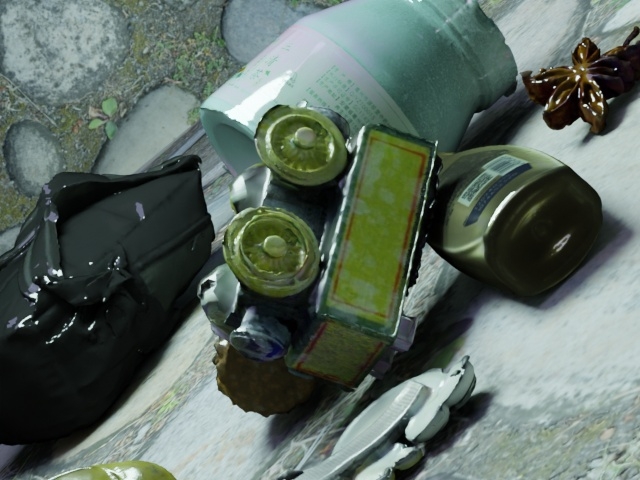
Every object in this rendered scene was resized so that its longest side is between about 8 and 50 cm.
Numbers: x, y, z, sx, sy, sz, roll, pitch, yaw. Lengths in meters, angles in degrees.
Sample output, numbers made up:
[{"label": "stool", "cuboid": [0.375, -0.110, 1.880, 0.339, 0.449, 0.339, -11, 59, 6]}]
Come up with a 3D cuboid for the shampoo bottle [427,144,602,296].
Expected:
[{"label": "shampoo bottle", "cuboid": [0.147, -0.033, 1.370, 0.125, 0.084, 0.350, -46, 14, -2]}]

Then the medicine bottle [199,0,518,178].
[{"label": "medicine bottle", "cuboid": [0.050, -0.146, 1.661, 0.290, 0.245, 0.245, -42, 14, -12]}]

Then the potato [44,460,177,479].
[{"label": "potato", "cuboid": [-0.202, 0.275, 1.191, 0.248, 0.169, 0.143, -40, -11, -18]}]

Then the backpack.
[{"label": "backpack", "cuboid": [-0.318, 0.057, 2.018, 0.363, 0.255, 0.446, -16, 25, 46]}]

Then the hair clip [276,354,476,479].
[{"label": "hair clip", "cuboid": [0.044, 0.150, 1.168, 0.172, 0.049, 0.116, -42, 18, -14]}]

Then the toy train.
[{"label": "toy train", "cuboid": [0.000, 0.000, 1.329, 0.134, 0.177, 0.261, 121, 165, -58]}]

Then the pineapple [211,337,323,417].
[{"label": "pineapple", "cuboid": [-0.043, 0.092, 1.477, 0.119, 0.111, 0.237, -10, 11, 2]}]

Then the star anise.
[{"label": "star anise", "cuboid": [0.274, -0.166, 1.490, 0.097, 0.070, 0.191, 13, 49, 39]}]
